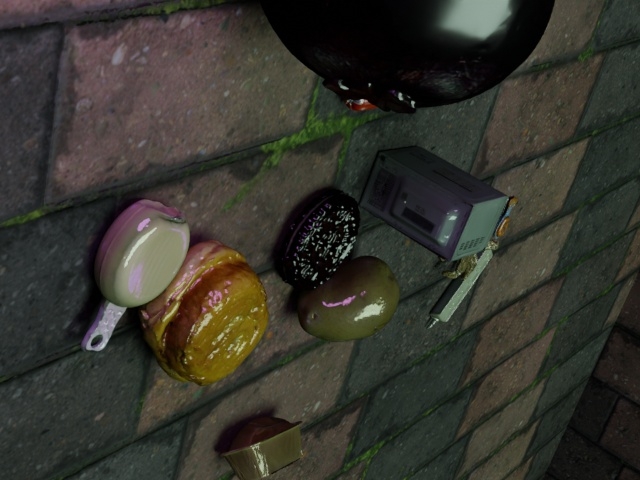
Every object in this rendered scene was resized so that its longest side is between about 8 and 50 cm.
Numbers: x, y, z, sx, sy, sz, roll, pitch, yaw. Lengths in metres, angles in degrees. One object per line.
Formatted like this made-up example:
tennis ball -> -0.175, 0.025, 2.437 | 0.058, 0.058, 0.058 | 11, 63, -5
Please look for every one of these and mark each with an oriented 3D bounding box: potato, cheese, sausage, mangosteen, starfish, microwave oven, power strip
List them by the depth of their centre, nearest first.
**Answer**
mangosteen -> 0.117, -0.378, 1.309 | 0.382, 0.382, 0.435 | 17, 87, -62
cheese -> -0.261, 0.054, 1.445 | 0.137, 0.064, 0.227 | 18, 102, -58
sausage -> 0.083, -0.234, 1.723 | 0.050, 0.048, 0.145 | -29, 175, 43
microwave oven -> 0.199, -0.066, 1.901 | 0.162, 0.208, 0.122 | -15, 131, -52
potato -> 0.046, 0.109, 1.921 | 0.194, 0.157, 0.157 | -10, 129, -35
starfish -> 0.342, 0.022, 2.381 | 0.210, 0.053, 0.150 | -9, 119, -50
power strip -> 0.325, 0.106, 2.475 | 0.252, 0.027, 0.060 | -55, 152, -5
cheese -> 0.435, -0.052, 2.501 | 0.047, 0.017, 0.111 | -15, 131, -55

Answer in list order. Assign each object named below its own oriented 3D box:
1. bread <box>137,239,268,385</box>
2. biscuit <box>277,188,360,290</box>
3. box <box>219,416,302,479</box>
bread -> -0.170, 0.113, 1.591 | 0.198, 0.120, 0.236 | -48, 152, -21
biscuit -> 0.000, 0.000, 1.817 | 0.194, 0.053, 0.194 | -39, 148, -31
box -> -0.107, 0.385, 2.000 | 0.177, 0.111, 0.111 | -12, 129, -54
